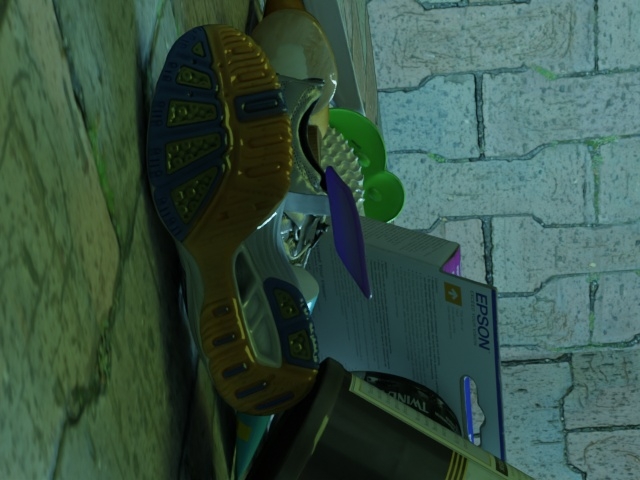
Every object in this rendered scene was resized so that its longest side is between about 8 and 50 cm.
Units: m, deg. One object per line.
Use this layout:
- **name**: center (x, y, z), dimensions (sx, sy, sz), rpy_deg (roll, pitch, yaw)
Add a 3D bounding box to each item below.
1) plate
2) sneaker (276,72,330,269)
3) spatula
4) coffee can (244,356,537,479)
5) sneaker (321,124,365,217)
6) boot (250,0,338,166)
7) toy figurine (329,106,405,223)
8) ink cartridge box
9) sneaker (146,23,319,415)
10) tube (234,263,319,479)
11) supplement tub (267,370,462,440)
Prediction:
- **plate**: center (0.005, -0.292, 1.888), dimensions (0.278, 0.045, 0.277), rpy_deg (-95, 170, -86)
- **sneaker**: center (-0.034, -0.021, 1.276), dimensions (0.105, 0.115, 0.281), rpy_deg (-61, 146, -78)
- **spatula**: center (-0.030, -0.038, 1.111), dimensions (0.296, 0.030, 0.084), rpy_deg (30, -46, 54)
- **coffee can**: center (0.074, 0.245, 1.082), dimensions (0.202, 0.275, 0.201), rpy_deg (-60, -177, 5)
- **sneaker**: center (-0.001, 0.001, 1.686), dimensions (0.146, 0.102, 0.293), rpy_deg (-34, -105, 56)
- **boot**: center (-0.039, -0.208, 1.495), dimensions (0.295, 0.104, 0.211), rpy_deg (85, -1, -56)
- **toy figurine**: center (0.029, -0.099, 1.813), dimensions (0.173, 0.130, 0.159), rpy_deg (40, 2, -9)
- **ink cartridge box**: center (0.090, 0.139, 1.525), dimensions (0.071, 0.330, 0.324), rpy_deg (-30, 124, -39)
- **sneaker**: center (-0.079, -0.016, 1.063), dimensions (0.131, 0.111, 0.297), rpy_deg (-157, -120, -73)
- **tube**: center (-0.050, 0.115, 1.208), dimensions (0.080, 0.052, 0.207), rpy_deg (-80, -175, -55)
- **supplement tub**: center (0.042, 0.312, 1.335), dimensions (0.338, 0.207, 0.207), rpy_deg (-86, 170, -46)
